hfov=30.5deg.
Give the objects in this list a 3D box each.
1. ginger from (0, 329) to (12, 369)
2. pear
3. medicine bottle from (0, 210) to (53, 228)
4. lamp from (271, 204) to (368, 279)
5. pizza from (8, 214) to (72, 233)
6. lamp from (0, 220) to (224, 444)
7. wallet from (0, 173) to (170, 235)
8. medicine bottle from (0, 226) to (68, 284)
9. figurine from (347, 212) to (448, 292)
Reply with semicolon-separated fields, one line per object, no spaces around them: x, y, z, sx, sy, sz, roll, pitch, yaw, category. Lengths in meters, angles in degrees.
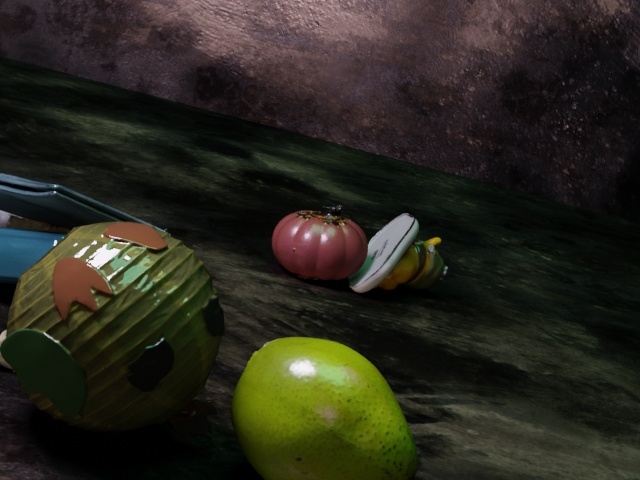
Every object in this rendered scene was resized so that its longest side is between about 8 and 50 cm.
-0.303;0.125;1.535;0.089;0.075;0.288;28;15;31;ginger
0.011;0.207;1.298;0.220;0.187;0.187;28;17;19;pear
-0.506;-0.042;1.968;0.140;0.079;0.079;9;14;-21;medicine bottle
0.000;0.000;2.190;0.182;0.140;0.182;7;11;-1;lamp
-0.372;0.033;1.806;0.188;0.080;0.204;15;-7;30;pizza
-0.218;0.119;1.325;0.284;0.250;0.250;53;11;-7;lamp
-0.405;-0.051;1.765;0.290;0.054;0.251;13;-6;38;wallet
-0.433;0.042;1.672;0.258;0.124;0.079;7;7;24;medicine bottle
0.156;0.063;2.242;0.141;0.167;0.250;48;38;-10;figurine
